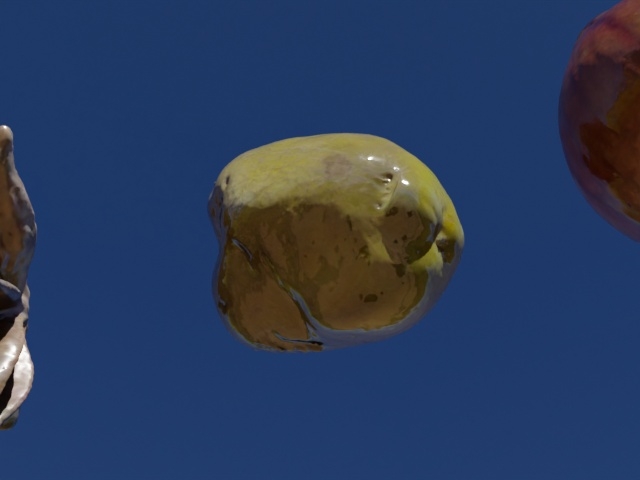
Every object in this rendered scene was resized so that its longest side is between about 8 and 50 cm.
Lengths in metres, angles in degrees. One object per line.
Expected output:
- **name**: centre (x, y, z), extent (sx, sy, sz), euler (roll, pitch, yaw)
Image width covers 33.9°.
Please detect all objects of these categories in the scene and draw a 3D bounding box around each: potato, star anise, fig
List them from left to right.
- **star anise**: centre (-0.279, 0.035, 0.821), extent (0.111, 0.257, 0.198), euler (-4, -11, -22)
- **potato**: centre (0.003, 0.000, 0.758), extent (0.200, 0.137, 0.154), euler (-7, -80, 36)
- **fig**: centre (0.251, -0.092, 0.728), extent (0.205, 0.205, 0.205), euler (1, -57, 2)
